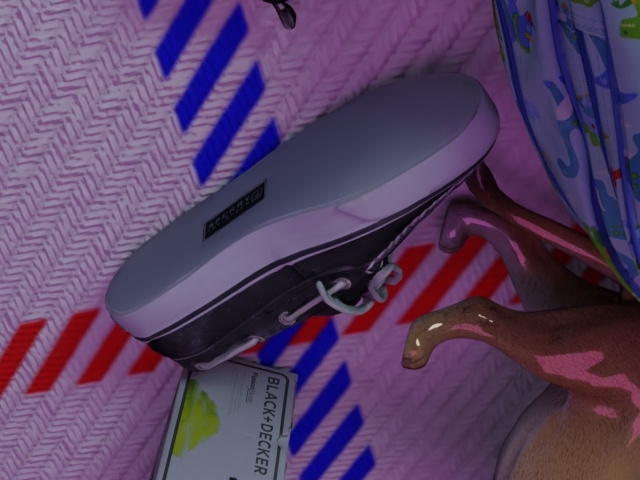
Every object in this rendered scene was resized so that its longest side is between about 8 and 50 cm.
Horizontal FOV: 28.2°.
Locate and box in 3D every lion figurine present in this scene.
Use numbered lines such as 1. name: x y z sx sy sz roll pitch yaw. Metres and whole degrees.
1. lion figurine: 0.163 0.150 0.841 0.240 0.142 0.392 13 107 9

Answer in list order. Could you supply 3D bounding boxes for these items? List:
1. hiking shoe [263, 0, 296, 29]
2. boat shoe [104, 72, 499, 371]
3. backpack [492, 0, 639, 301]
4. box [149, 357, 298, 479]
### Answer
1. hiking shoe: 0.012 -0.226 0.723 0.114 0.086 0.227 27 126 -28
2. boat shoe: 0.000 0.003 0.836 0.306 0.113 0.105 -33 121 22
3. backpack: 0.230 -0.115 0.696 0.290 0.273 0.355 -15 134 -7
4. box: -0.102 0.245 0.955 0.087 0.169 0.290 16 122 -6
